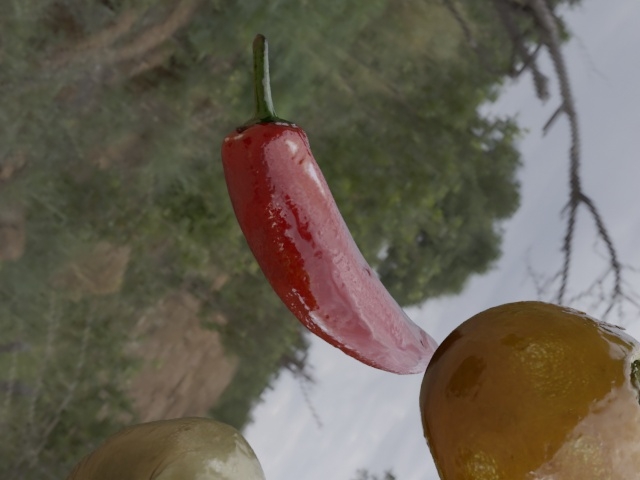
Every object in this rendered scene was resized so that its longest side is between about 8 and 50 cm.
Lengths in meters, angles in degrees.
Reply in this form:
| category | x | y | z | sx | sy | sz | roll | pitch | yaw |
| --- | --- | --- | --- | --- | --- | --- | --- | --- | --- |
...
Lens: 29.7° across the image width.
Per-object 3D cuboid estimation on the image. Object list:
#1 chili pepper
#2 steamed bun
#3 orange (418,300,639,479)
| category | x | y | z | sx | sy | sz | roll | pitch | yaw |
| --- | --- | --- | --- | --- | --- | --- | --- | --- | --- |
| chili pepper | 0.000 | 0.008 | 1.066 | 0.092 | 0.368 | 0.137 | -14 | -150 | 26 |
| steamed bun | -0.135 | 0.227 | 0.942 | 0.110 | 0.231 | 0.212 | -11 | 135 | -47 |
| orange | 0.124 | 0.104 | 0.631 | 0.134 | 0.154 | 0.154 | -26 | 178 | -3 |
